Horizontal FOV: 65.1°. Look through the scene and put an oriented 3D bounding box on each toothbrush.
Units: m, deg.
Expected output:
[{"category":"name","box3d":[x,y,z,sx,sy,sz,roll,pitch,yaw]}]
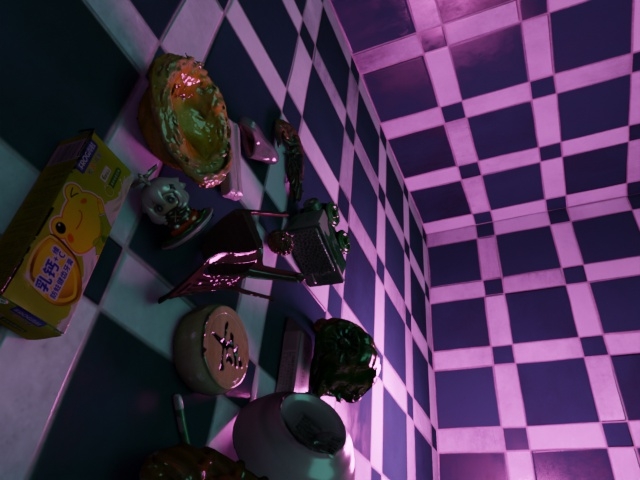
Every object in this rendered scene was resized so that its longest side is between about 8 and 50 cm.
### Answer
[{"category":"toothbrush","box3d":[-0.251,0.422,0.964,0.024,0.018,0.257,-12,91,-62]}]

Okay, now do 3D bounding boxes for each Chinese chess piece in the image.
[{"category":"Chinese chess piece","box3d":[-0.222,0.226,1.049,0.188,0.083,0.189,-14,90,-69]}]

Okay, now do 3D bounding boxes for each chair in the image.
[{"category":"chair","box3d":[-0.202,0.031,1.072,0.326,0.175,0.183,11,49,-54]}]

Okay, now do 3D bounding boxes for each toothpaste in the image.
[{"category":"toothpaste","box3d":[-0.391,-0.019,0.759,0.110,0.077,0.328,58,29,-46]}]

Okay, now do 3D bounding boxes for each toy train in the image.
[{"category":"toy train","box3d":[0.000,0.000,1.634,0.266,0.145,0.202,66,28,-28]}]

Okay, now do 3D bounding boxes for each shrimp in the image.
[{"category":"shrimp","box3d":[-0.104,-0.270,1.639,0.169,0.058,0.296,35,43,-50]}]

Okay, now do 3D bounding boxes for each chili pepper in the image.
[{"category":"chili pepper","box3d":[0.070,0.365,1.500,0.385,0.213,0.168,87,3,-52]}]

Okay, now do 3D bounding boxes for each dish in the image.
[{"category":"dish","box3d":[-0.034,0.435,1.127,0.316,0.106,0.316,26,20,-10]}]

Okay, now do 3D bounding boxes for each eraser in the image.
[{"category":"eraser","box3d":[-0.073,0.373,1.373,0.089,0.061,0.352,54,33,-46]}]

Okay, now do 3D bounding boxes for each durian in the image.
[{"category":"durian","box3d":[-0.113,0.008,1.432,0.080,0.080,0.091,55,11,-46]}]

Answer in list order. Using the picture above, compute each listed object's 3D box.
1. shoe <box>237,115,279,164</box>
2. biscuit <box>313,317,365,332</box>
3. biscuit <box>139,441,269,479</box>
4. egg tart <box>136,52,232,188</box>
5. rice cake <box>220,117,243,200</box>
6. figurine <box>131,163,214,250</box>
[{"category":"shoe","box3d":[-0.189,-0.267,1.419,0.078,0.079,0.195,-53,149,-15]},{"category":"biscuit","box3d":[0.054,0.303,1.608,0.170,0.170,0.050,57,40,-42]},{"category":"biscuit","box3d":[-0.131,0.478,0.844,0.115,0.366,0.268,-56,168,-6]},{"category":"egg tart","box3d":[-0.289,-0.248,1.073,0.288,0.118,0.288,-13,90,-70]},{"category":"rice cake","box3d":[-0.233,-0.210,1.295,0.080,0.042,0.222,32,49,-67]},{"category":"figurine","box3d":[-0.303,-0.074,0.980,0.154,0.132,0.132,54,30,-22]}]
